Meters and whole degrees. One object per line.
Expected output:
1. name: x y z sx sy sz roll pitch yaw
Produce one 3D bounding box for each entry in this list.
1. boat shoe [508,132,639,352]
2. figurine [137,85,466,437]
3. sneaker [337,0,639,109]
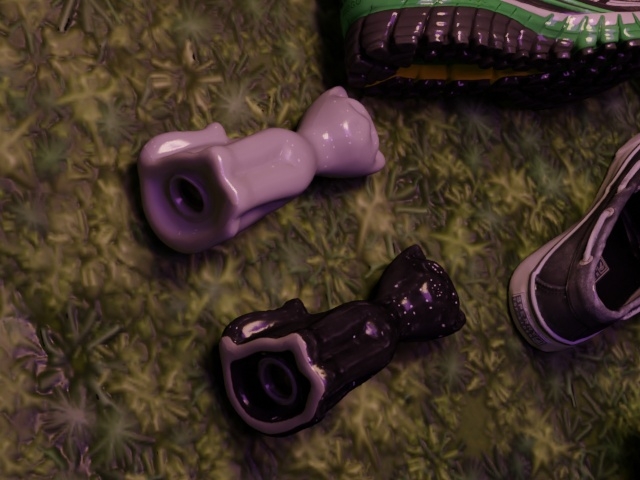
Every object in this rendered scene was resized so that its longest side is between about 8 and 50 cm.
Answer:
1. boat shoe: 0.269 -0.018 1.317 0.301 0.102 0.108 -36 97 -39
2. figurine: 0.000 0.000 1.128 0.209 0.092 0.214 -24 89 -48
3. sneaker: 0.161 -0.192 1.277 0.344 0.134 0.146 1 71 -38
